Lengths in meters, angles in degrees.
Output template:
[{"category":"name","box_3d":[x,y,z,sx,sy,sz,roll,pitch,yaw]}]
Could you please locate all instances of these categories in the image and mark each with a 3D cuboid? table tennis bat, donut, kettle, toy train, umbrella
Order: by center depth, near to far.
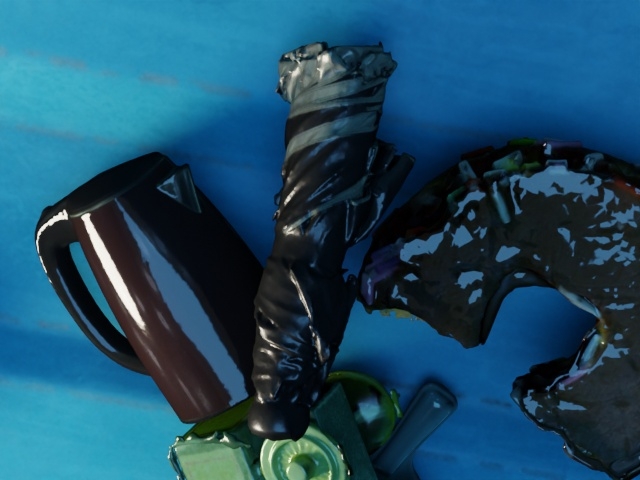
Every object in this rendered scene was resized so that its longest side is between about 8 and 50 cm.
[{"category":"umbrella","box_3d":[-0.001,0.000,1.598,0.106,0.113,0.357,13,84,-38]},{"category":"donut","box_3d":[0.221,0.036,1.649,0.345,0.136,0.259,33,106,-11]},{"category":"kettle","box_3d":[-0.146,0.039,1.674,0.202,0.144,0.232,-23,105,38]},{"category":"toy train","box_3d":[-0.013,0.247,1.704,0.188,0.159,0.271,-15,103,28]},{"category":"table tennis bat","box_3d":[0.052,0.230,1.779,0.149,0.038,0.237,35,111,-4]}]
